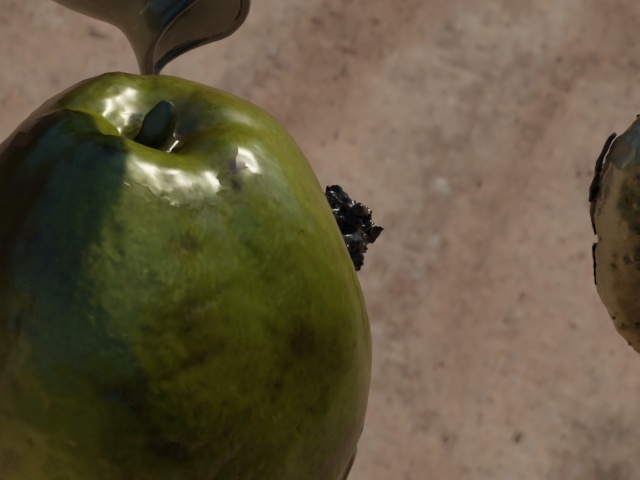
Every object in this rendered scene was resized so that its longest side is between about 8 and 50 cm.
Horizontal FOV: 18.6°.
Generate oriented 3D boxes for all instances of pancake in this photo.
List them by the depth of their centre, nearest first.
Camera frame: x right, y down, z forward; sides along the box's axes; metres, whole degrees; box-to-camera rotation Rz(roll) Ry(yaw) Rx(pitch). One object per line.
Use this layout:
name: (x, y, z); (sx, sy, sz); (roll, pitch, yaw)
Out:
pancake: (0.400, -0.045, 1.800); (0.382, 0.382, 0.071); (-10, 31, -29)

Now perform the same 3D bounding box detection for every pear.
pear: (-0.099, 0.063, 1.013); (0.269, 0.321, 0.269); (5, 39, -4)

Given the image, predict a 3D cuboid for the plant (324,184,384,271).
plant: (0.000, 0.000, 1.754); (0.087, 0.174, 0.085); (-21, 84, -25)

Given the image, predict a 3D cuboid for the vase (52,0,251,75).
vase: (-0.209, -0.353, 2.243); (0.241, 0.329, 0.302); (-40, 92, -25)
